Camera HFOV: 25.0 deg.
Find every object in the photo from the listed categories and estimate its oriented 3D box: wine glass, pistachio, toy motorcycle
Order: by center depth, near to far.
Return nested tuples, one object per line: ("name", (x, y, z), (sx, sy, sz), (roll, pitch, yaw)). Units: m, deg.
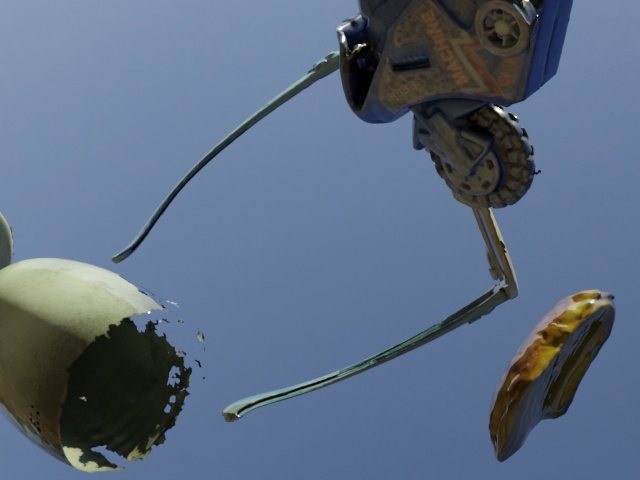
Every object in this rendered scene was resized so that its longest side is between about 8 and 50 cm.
("toy motorcycle", (0.059, -0.109, 0.637), (0.114, 0.076, 0.205), (27, -46, 25))
("pistachio", (0.167, 0.100, 1.101), (0.049, 0.089, 0.173), (25, -127, 31))
("wine glass", (-0.288, 0.090, 1.458), (0.357, 0.190, 0.190), (25, -90, 36))

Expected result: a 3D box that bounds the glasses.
("glasses", (0.009, 0.002, 0.855), (0.220, 0.189, 0.088), (-36, -166, -19))
